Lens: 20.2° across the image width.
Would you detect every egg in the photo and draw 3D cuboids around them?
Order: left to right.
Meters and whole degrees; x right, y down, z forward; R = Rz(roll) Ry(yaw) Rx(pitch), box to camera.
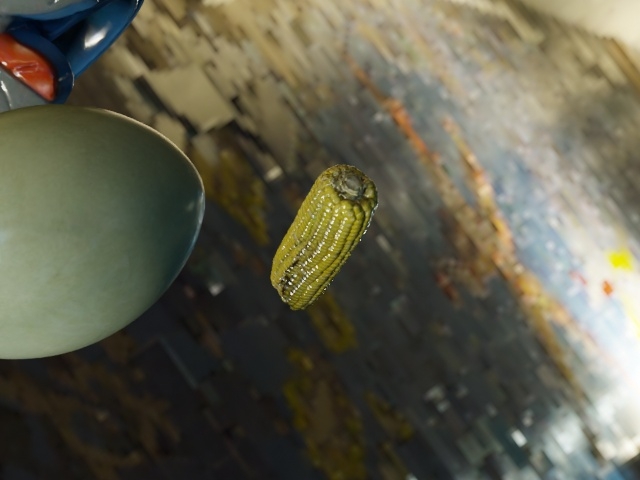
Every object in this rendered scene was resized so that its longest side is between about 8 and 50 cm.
[{"bbox_3d":[-0.208,-0.007,1.349,0.253,0.186,0.186,-16,168,-11],"label":"egg"}]

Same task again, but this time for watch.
[{"bbox_3d":[-0.279,-0.228,1.658,0.305,0.241,0.274,-38,178,21],"label":"watch"}]

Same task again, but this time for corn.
[{"bbox_3d":[0.000,0.000,1.786,0.072,0.072,0.203,-30,162,-35],"label":"corn"}]
